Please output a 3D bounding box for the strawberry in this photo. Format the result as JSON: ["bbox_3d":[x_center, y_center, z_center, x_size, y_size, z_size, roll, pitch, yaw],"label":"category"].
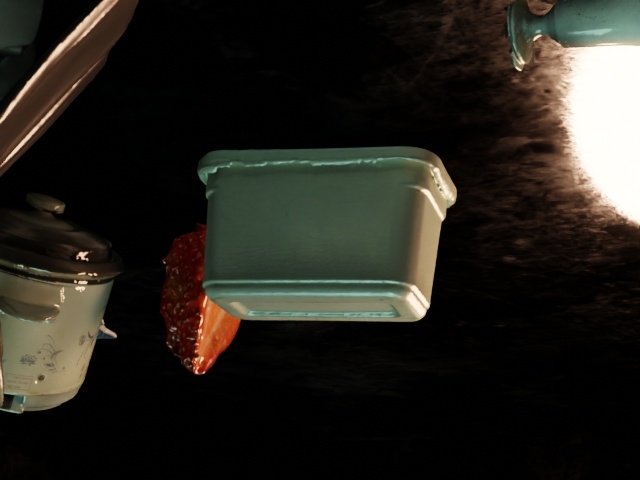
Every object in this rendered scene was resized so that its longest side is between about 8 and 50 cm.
[{"bbox_3d":[-0.175,0.092,1.664,0.098,0.228,0.174,0,160,17],"label":"strawberry"}]

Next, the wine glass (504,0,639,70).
[{"bbox_3d":[0.241,-0.190,0.983,0.155,0.072,0.072,-4,159,27],"label":"wine glass"}]

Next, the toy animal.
[{"bbox_3d":[-0.328,-0.181,1.046,0.138,0.166,0.179,-35,170,-19],"label":"toy animal"}]

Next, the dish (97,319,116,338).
[{"bbox_3d":[-0.479,0.118,2.046,0.236,0.086,0.228,3,162,8],"label":"dish"}]

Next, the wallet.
[{"bbox_3d":[-0.253,-0.136,1.060,0.041,0.247,0.323,40,157,-11],"label":"wallet"}]

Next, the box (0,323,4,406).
[{"bbox_3d":[-0.461,0.032,1.331,0.111,0.395,0.396,-11,169,-25],"label":"box"}]

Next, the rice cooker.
[{"bbox_3d":[-0.426,0.077,1.621,0.264,0.316,0.316,16,159,-15],"label":"rice cooker"}]

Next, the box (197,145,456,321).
[{"bbox_3d":[0.000,0.000,1.423,0.312,0.182,0.175,0,160,18],"label":"box"}]
